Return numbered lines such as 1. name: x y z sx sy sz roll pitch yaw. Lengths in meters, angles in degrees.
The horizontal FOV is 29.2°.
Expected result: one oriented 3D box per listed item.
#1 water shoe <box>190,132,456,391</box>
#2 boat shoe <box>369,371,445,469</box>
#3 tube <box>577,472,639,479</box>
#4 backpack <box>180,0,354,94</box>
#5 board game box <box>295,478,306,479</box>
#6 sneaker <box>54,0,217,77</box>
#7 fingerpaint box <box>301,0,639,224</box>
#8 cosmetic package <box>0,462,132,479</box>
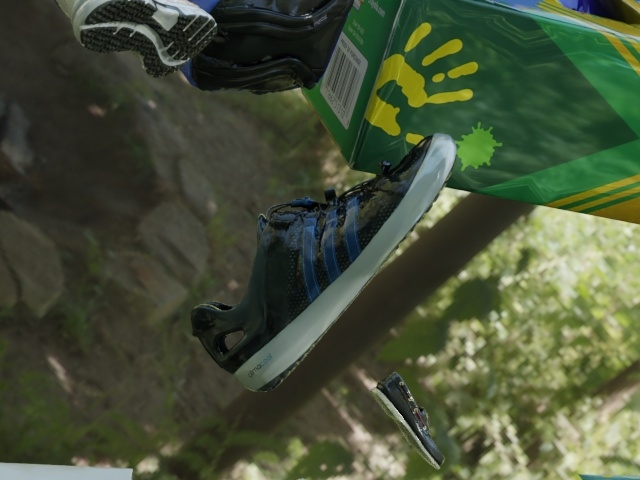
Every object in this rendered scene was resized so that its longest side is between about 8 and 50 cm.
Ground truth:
1. water shoe: 0.000 0.000 0.758 0.080 0.203 0.073 41 1 3
2. boat shoe: 0.112 0.216 1.461 0.133 0.042 0.049 55 -15 -14
3. tube: 0.342 0.274 1.288 0.080 0.052 0.207 54 -20 0
4. backpack: -0.056 -0.155 0.850 0.120 0.098 0.101 -15 47 -39
5. board game box: 0.024 0.415 1.233 0.305 0.053 0.193 48 50 -10
6. sneaker: -0.081 -0.103 0.539 0.043 0.040 0.109 51 11 15
7. fingerpaint box: 0.161 -0.192 1.162 0.371 0.163 0.445 10 23 -19
8. cosmetic package: -0.361 0.328 1.321 0.310 0.160 0.113 3 39 -4
